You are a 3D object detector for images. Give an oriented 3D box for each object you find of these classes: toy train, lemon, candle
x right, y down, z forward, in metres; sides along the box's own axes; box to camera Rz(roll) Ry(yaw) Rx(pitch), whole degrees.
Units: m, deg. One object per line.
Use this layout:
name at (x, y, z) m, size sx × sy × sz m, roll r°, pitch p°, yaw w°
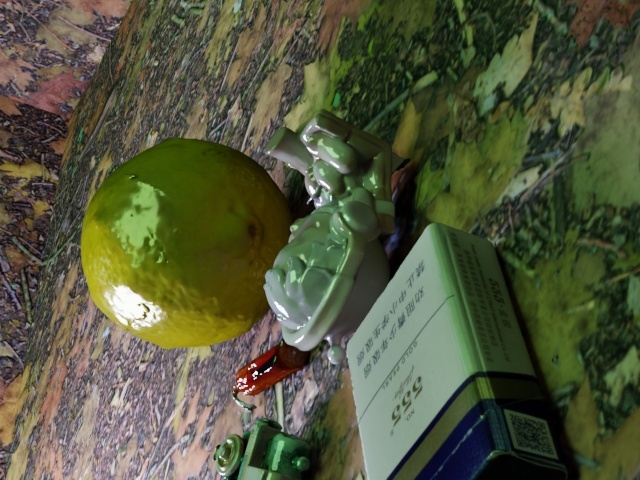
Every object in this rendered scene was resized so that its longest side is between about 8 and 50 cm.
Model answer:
toy train at (-0.064, 0.278, 1.208) m, size 0.125 × 0.080 × 0.194 m, roll -5°, pitch 66°, yaw 56°
lemon at (-0.158, 0.005, 1.416) m, size 0.261 × 0.260 × 0.284 m, roll -70°, pitch 21°, yaw 5°
candle at (-0.061, 0.153, 1.348) m, size 0.053 × 0.048 × 0.162 m, roll -44°, pitch 3°, yaw -36°

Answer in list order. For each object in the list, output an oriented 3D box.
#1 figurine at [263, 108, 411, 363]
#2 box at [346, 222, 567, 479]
figurine at (0.003, 0.002, 1.167) m, size 0.162 × 0.141 × 0.237 m, roll 146°, pitch 138°, yaw -64°
box at (0.097, 0.128, 0.938) m, size 0.168 × 0.071 × 0.259 m, roll -57°, pitch 26°, yaw 32°
